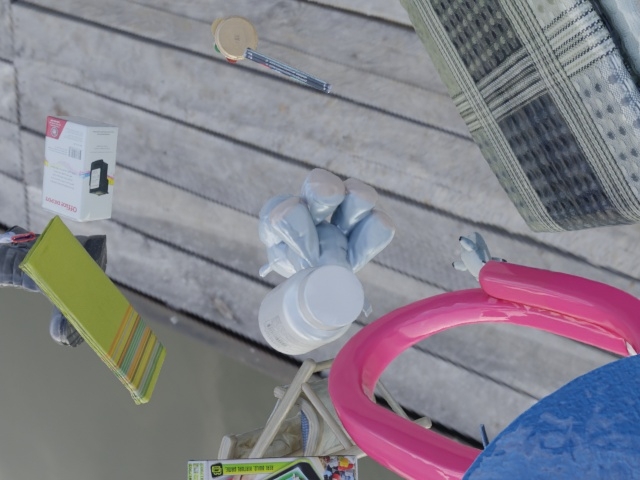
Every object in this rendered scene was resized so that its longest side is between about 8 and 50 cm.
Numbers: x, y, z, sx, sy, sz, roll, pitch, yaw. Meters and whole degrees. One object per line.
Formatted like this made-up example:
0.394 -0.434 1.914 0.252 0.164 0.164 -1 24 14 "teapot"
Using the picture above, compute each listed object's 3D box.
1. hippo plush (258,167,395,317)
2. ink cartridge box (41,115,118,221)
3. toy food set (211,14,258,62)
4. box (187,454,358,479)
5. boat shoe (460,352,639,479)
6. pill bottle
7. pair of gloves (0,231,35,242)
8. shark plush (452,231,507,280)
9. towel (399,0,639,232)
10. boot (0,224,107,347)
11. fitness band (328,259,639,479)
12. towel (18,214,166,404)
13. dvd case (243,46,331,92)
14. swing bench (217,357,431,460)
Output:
0.000 0.000 1.703 0.236 0.234 0.294 8 121 66 "hippo plush"
-0.446 -0.134 1.594 0.127 0.072 0.175 17 106 36 "ink cartridge box"
-0.154 -0.367 1.570 0.020 0.083 0.083 -166 63 -70 "toy food set"
-0.045 0.288 0.918 0.036 0.207 0.114 -17 70 47 "box"
0.073 0.151 0.358 0.109 0.258 0.089 43 169 28 "boat shoe"
-0.014 0.115 1.464 0.131 0.131 0.229 51 155 -1 "pill bottle"
-0.531 0.003 1.293 0.159 0.198 0.023 -5 95 30 "pair of gloves"
0.306 0.037 1.550 0.161 0.067 0.073 38 137 48 "shark plush"
0.171 -0.157 0.717 0.324 0.056 0.312 60 173 -1 "towel"
-0.568 0.093 1.750 0.222 0.338 0.118 4 119 -6 "boot"
0.132 0.106 0.669 0.291 0.209 0.054 13 137 54 "fitness band"
-0.270 0.087 1.051 0.021 0.102 0.237 -22 119 20 "towel"
-0.044 -0.226 1.138 0.119 0.087 0.013 23 102 -8 "dvd case"
-0.008 0.305 1.308 0.254 0.253 0.165 -43 72 17 "swing bench"
